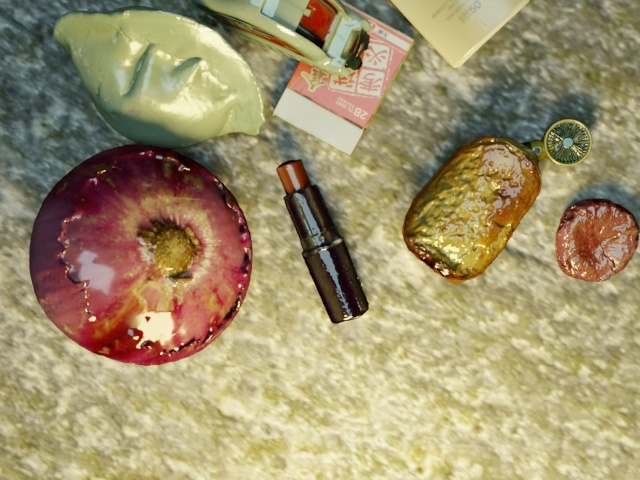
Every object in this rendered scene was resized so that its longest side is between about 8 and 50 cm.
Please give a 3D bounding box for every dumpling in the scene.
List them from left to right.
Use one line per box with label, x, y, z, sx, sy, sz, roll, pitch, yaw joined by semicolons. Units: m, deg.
dumpling;-0.271;-0.294;1.334;0.321;0.211;0.270;-9;131;-10

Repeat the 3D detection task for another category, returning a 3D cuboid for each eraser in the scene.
eraser;0.039;-0.282;1.391;0.157;0.038;0.230;29;95;1

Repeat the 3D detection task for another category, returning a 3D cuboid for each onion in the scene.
onion;-0.287;0.023;1.320;0.358;0.345;0.358;0;91;-11

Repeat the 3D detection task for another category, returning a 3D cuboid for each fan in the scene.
fan;0.387;-0.160;1.383;0.155;0.039;0.082;-14;94;5

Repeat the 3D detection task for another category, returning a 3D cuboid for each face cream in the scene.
face cream;0.174;-0.473;1.342;0.173;0.081;0.348;-41;92;22

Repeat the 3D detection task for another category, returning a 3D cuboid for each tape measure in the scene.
tape measure;-0.068;-0.377;1.280;0.243;0.246;0.125;26;92;28

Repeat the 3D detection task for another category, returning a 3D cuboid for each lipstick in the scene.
lipstick;0.000;0.000;1.394;0.081;0.081;0.299;-21;93;4

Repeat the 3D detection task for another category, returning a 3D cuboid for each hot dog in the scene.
hot dog;0.261;-0.058;1.363;0.175;0.114;0.259;39;93;4

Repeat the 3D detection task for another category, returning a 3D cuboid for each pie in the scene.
pie;0.480;0.001;1.391;0.154;0.038;0.153;0;97;3
